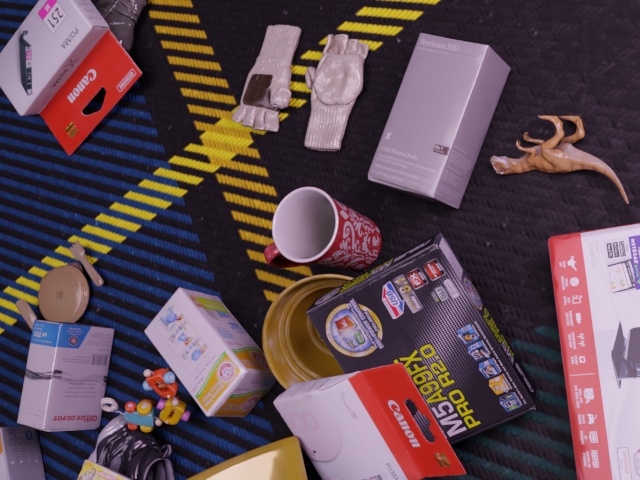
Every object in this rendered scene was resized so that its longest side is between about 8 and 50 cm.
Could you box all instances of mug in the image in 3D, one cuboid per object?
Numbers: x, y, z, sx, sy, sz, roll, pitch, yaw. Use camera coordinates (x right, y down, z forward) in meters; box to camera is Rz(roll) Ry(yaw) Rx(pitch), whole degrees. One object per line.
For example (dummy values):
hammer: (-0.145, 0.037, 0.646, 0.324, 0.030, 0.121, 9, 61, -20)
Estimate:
mug: (0.003, -0.010, 1.254, 0.150, 0.169, 0.113, -1, 80, 31)

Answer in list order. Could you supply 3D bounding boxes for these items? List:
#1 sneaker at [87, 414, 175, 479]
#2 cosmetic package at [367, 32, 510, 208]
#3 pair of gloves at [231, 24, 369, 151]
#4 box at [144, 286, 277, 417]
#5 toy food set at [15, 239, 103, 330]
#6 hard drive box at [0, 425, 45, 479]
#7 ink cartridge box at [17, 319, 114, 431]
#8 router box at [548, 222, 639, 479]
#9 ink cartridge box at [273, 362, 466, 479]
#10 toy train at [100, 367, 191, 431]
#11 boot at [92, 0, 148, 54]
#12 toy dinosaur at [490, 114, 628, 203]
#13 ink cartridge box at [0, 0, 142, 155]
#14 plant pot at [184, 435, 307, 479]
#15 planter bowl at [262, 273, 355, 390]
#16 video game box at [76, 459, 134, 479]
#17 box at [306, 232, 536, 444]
sneaker: (-0.347, 0.451, 1.405, 0.153, 0.101, 0.269, 21, 89, 34)
cosmetic package: (0.181, -0.181, 1.224, 0.127, 0.107, 0.238, 19, 93, 35)
pair of gloves: (-0.035, -0.272, 1.404, 0.240, 0.042, 0.204, 20, 90, 31)
box: (-0.181, 0.190, 1.353, 0.103, 0.114, 0.203, -50, 60, 10)
toy food set: (-0.513, 0.108, 1.617, 0.192, 0.038, 0.132, -43, 69, 10)
hard drive box: (-0.625, 0.502, 1.568, 0.181, 0.089, 0.232, -29, 67, 23)
ink cartridge box: (-0.470, 0.249, 1.496, 0.082, 0.139, 0.191, 5, 83, 30)
router box: (0.461, 0.138, 1.006, 0.301, 0.082, 0.336, -11, 74, 28)
ink cartridge box: (0.062, 0.276, 1.137, 0.232, 0.066, 0.189, -20, 104, 50)
toy train: (-0.286, 0.264, 1.366, 0.166, 0.125, 0.046, -25, 28, 30)
boot: (-0.473, -0.460, 1.687, 0.246, 0.083, 0.161, 13, 82, 24)
toy dinosaur: (0.349, -0.121, 1.147, 0.211, 0.064, 0.112, 10, 103, 41)
ink cartridge box: (-0.520, -0.341, 1.626, 0.275, 0.060, 0.239, -40, 83, 28)
plant pot: (-0.135, 0.426, 1.188, 0.212, 0.187, 0.212, -41, 58, 53)
planter bowl: (0.026, 0.143, 1.236, 0.217, 0.090, 0.217, 3, 105, 10)
video game box: (-0.339, 0.476, 1.295, 0.205, 0.048, 0.187, 13, 73, 32)
box: (0.142, 0.156, 1.129, 0.216, 0.060, 0.270, -29, 98, 21)
